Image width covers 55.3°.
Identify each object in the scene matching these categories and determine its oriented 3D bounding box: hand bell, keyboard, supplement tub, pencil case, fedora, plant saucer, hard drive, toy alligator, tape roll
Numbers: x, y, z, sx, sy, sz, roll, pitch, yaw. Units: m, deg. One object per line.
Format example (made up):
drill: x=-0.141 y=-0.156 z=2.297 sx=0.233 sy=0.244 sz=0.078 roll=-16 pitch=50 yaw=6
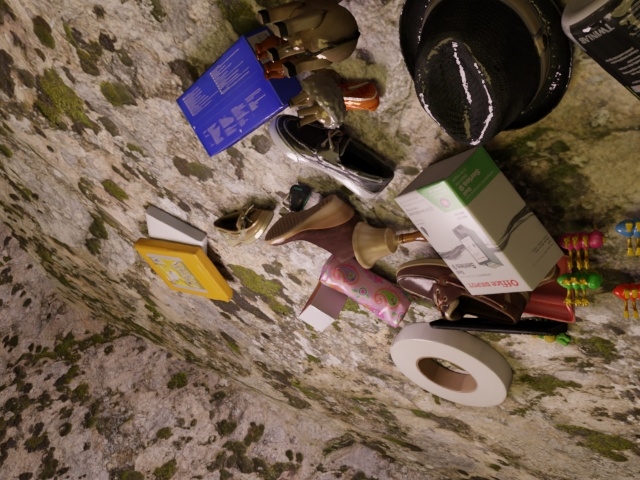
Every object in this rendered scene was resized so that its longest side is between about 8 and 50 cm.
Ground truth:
hand bell: x=0.216 y=-0.004 z=1.538 sx=0.242 sy=0.126 sz=0.126 roll=-9 pitch=133 yaw=32
keyboard: x=0.444 y=0.211 z=1.513 sx=0.317 sy=0.033 sz=0.202 roll=-1 pitch=-179 yaw=39
supplement tub: x=0.497 y=-0.258 z=0.803 sx=0.316 sy=0.193 sz=0.193 roll=37 pitch=149 yaw=-11
pencil case: x=0.136 y=0.136 z=1.782 sx=0.284 sy=0.124 sz=0.124 roll=31 pitch=150 yaw=-1
fedora: x=0.252 y=-0.279 z=1.028 sx=0.334 sy=0.152 sz=0.334 roll=23 pitch=149 yaw=15
plant saucer: x=0.477 y=0.084 z=1.468 sx=0.259 sy=0.047 sz=0.258 roll=10 pitch=144 yaw=33
hard drive: x=-0.527 y=0.026 z=2.265 sx=0.233 sy=0.047 sz=0.353 roll=28 pitch=150 yaw=6
toy alligator: x=0.606 y=0.236 z=1.578 sx=0.190 sy=0.056 sz=0.051 roll=18 pitch=107 yaw=22
tape roll: x=0.416 y=0.404 z=1.969 sx=0.392 sy=0.072 sz=0.392 roll=22 pitch=149 yaw=14

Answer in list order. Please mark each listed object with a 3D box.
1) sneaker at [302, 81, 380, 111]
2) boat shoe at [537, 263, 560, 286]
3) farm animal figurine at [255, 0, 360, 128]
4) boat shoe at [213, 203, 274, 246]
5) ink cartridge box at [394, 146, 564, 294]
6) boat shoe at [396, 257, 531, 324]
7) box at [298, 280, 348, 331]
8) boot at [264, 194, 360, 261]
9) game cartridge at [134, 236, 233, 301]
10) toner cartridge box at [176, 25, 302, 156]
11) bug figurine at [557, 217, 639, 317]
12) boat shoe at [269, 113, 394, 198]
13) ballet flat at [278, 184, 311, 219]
sneaker: x=0.040 y=-0.300 z=1.275 sx=0.175 sy=0.064 sz=0.067 roll=20 pitch=160 yaw=25
boat shoe: x=0.468 y=0.073 z=1.341 sx=0.060 sy=0.064 sz=0.178 roll=26 pitch=167 yaw=-13
farm animal figurine: x=-0.025 y=-0.405 z=1.057 sx=0.330 sy=0.172 sz=0.326 roll=81 pitch=165 yaw=-52
boat shoe: x=-0.238 y=-0.047 z=1.846 sx=0.089 sy=0.104 sz=0.285 roll=40 pitch=149 yaw=-21
ink cartridge box: x=0.325 y=-0.031 z=1.270 sx=0.289 sy=0.121 sz=0.211 roll=50 pitch=159 yaw=-9
boat shoe: x=0.331 y=0.136 z=1.504 sx=0.342 sy=0.123 sz=0.123 roll=12 pitch=144 yaw=30
box: x=0.024 y=0.173 z=1.873 sx=0.091 sy=0.170 sz=0.130 roll=33 pitch=149 yaw=-3
boot: x=0.000 y=0.000 z=1.644 sx=0.249 sy=0.090 sz=0.207 roll=-26 pitch=127 yaw=19
game cartridge: x=-0.505 y=0.112 z=2.274 sx=0.324 sy=0.052 sz=0.285 roll=8 pitch=143 yaw=35
toner cartridge box: x=-0.192 y=-0.323 z=1.383 sx=0.348 sy=0.075 sz=0.165 roll=-18 pitch=104 yaw=52
bug figurine: x=0.600 y=0.044 z=1.252 sx=0.216 sy=0.072 sz=0.279 roll=-2 pitch=134 yaw=21
boat shoe: x=0.030 y=-0.204 z=1.379 sx=0.301 sy=0.108 sz=0.102 roll=33 pitch=150 yaw=-9
ballet flat: x=-0.078 y=-0.084 z=1.687 sx=0.074 sy=0.074 sz=0.203 roll=28 pitch=143 yaw=4
